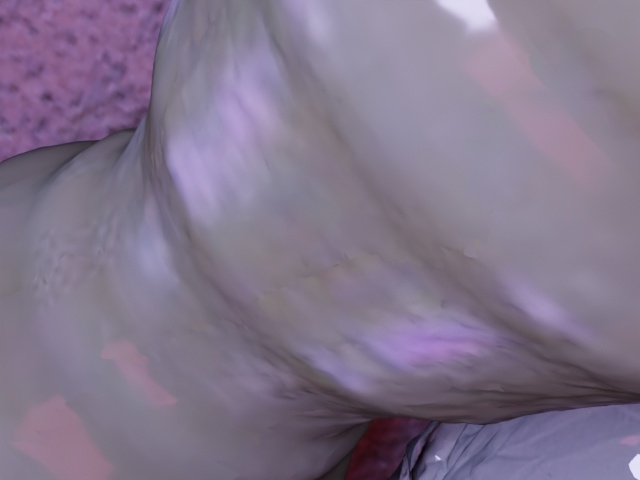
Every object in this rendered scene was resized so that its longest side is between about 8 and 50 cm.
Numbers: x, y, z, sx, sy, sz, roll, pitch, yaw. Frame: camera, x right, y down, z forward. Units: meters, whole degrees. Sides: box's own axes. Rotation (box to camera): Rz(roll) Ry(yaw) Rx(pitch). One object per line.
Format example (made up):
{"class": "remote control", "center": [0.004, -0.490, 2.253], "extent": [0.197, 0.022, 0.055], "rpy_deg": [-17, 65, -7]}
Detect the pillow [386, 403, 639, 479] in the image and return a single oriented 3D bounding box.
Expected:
{"class": "pillow", "center": [0.137, 0.151, 0.615], "extent": [0.283, 0.138, 0.310], "rpy_deg": [36, 115, 7]}

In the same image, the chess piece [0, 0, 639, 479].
{"class": "chess piece", "center": [0.000, 0.000, 0.500], "extent": [0.234, 0.234, 0.442], "rpy_deg": [46, 132, -8]}
